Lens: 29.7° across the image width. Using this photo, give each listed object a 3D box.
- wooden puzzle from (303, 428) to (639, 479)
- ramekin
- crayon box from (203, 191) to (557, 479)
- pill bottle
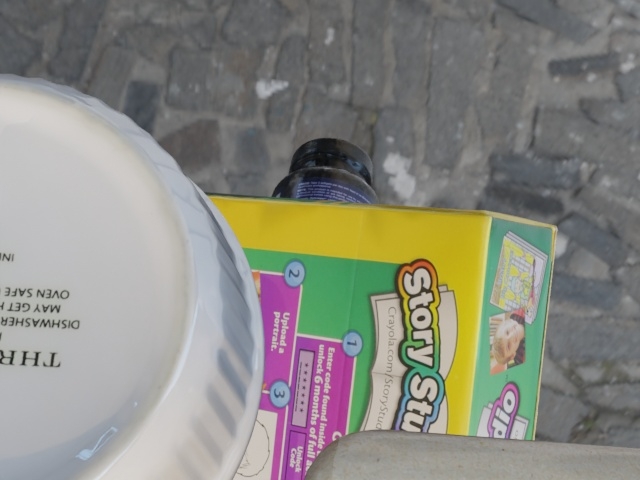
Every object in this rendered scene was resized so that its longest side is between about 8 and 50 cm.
[{"bbox_3d":[0.133,0.249,0.393,0.322,0.080,0.348,6,95,-11],"label":"wooden puzzle"},{"bbox_3d":[-0.161,0.043,0.579,0.272,0.127,0.273,1,69,-2],"label":"ramekin"},{"bbox_3d":[-0.005,0.152,0.889,0.313,0.106,0.363,6,89,37],"label":"crayon box"},{"bbox_3d":[0.000,0.000,1.280,0.122,0.123,0.219,11,51,-2],"label":"pill bottle"}]
